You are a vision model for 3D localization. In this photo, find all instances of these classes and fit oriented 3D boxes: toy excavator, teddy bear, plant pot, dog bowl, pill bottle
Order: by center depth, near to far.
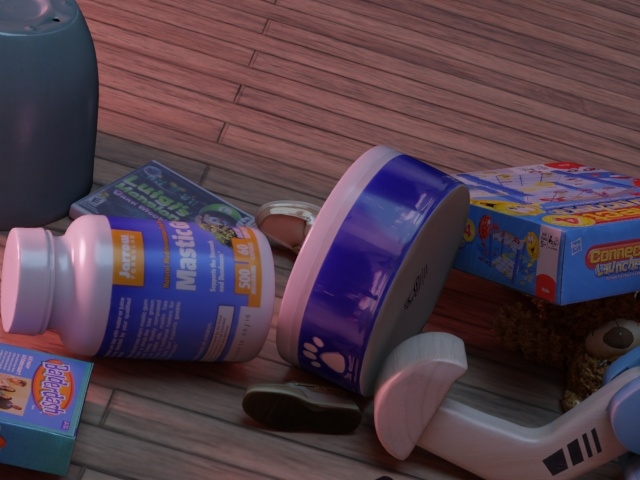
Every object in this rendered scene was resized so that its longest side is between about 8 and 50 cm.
[{"bbox_3d":[0.337,0.204,1.563,0.433,0.445,0.222,52,11,-14],"label":"toy excavator"},{"bbox_3d":[-0.198,0.051,1.585,0.272,0.152,0.152,5,35,-21],"label":"pill bottle"},{"bbox_3d":[0.061,0.035,1.624,0.104,0.265,0.265,25,33,17],"label":"dog bowl"},{"bbox_3d":[-0.399,-0.191,1.778,0.293,0.235,0.293,13,32,-8],"label":"plant pot"},{"bbox_3d":[0.334,0.085,1.829,0.245,0.113,0.338,15,32,-1],"label":"teddy bear"}]

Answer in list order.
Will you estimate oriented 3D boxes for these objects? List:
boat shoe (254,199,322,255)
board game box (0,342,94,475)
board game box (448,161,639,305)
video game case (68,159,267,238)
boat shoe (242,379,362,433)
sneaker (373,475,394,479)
[{"bbox_3d":[0.000,0.000,1.833,0.170,0.063,0.059,17,34,-15],"label":"boat shoe"},{"bbox_3d":[-0.336,0.150,1.440,0.210,0.047,0.160,13,21,-6],"label":"board game box"},{"bbox_3d":[0.296,-0.018,1.788,0.308,0.086,0.302,-8,17,-35],"label":"board game box"},{"bbox_3d":[-0.184,-0.024,1.826,0.190,0.022,0.173,29,34,18],"label":"video game case"},{"bbox_3d":[-0.023,0.175,1.583,0.135,0.050,0.045,15,27,-23],"label":"boat shoe"},{"bbox_3d":[0.004,0.271,1.418,0.188,0.078,0.067,-16,45,-41],"label":"sneaker"}]
